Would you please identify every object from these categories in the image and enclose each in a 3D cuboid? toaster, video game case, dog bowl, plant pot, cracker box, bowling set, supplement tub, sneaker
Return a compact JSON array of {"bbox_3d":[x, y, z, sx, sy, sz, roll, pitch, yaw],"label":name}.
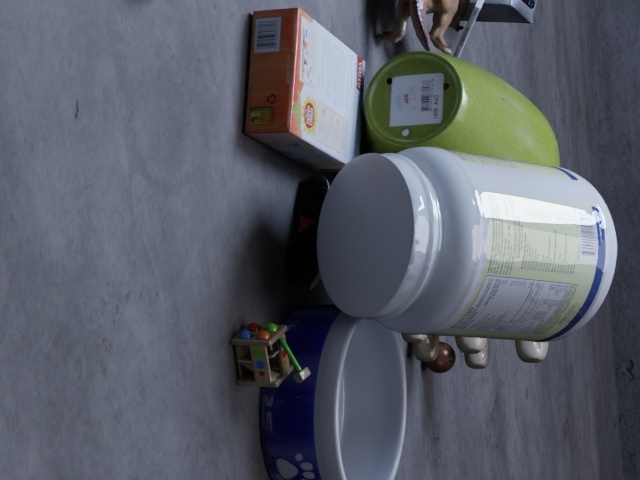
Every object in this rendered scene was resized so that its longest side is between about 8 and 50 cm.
[{"bbox_3d":[0.294,-0.480,2.239,0.110,0.186,0.168,24,76,-63],"label":"toaster"},{"bbox_3d":[0.235,-0.341,1.974,0.122,0.011,0.087,111,4,-47],"label":"video game case"},{"bbox_3d":[0.022,0.214,1.643,0.265,0.104,0.264,0,90,-68],"label":"dog bowl"},{"bbox_3d":[0.174,-0.148,1.783,0.293,0.275,0.274,39,54,-63],"label":"plant pot"},{"bbox_3d":[-0.015,-0.185,1.609,0.232,0.067,0.155,23,69,-65],"label":"cracker box"},{"bbox_3d":[0.215,0.125,2.084,0.287,0.200,0.154,13,68,-24],"label":"bowling set"},{"bbox_3d":[0.183,0.007,1.595,0.325,0.235,0.235,6,83,-34],"label":"supplement tub"},{"bbox_3d":[0.000,0.000,1.653,0.075,0.057,0.161,42,48,-53],"label":"sneaker"}]

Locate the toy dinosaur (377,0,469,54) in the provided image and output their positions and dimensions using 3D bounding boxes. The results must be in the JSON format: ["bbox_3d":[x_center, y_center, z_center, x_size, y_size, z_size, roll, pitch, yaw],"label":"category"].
[{"bbox_3d":[0.182,-0.405,1.919,0.200,0.127,0.295,108,8,-46],"label":"toy dinosaur"}]

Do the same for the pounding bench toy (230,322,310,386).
[{"bbox_3d":[-0.055,0.132,1.485,0.052,0.083,0.065,-42,128,-61],"label":"pounding bench toy"}]
